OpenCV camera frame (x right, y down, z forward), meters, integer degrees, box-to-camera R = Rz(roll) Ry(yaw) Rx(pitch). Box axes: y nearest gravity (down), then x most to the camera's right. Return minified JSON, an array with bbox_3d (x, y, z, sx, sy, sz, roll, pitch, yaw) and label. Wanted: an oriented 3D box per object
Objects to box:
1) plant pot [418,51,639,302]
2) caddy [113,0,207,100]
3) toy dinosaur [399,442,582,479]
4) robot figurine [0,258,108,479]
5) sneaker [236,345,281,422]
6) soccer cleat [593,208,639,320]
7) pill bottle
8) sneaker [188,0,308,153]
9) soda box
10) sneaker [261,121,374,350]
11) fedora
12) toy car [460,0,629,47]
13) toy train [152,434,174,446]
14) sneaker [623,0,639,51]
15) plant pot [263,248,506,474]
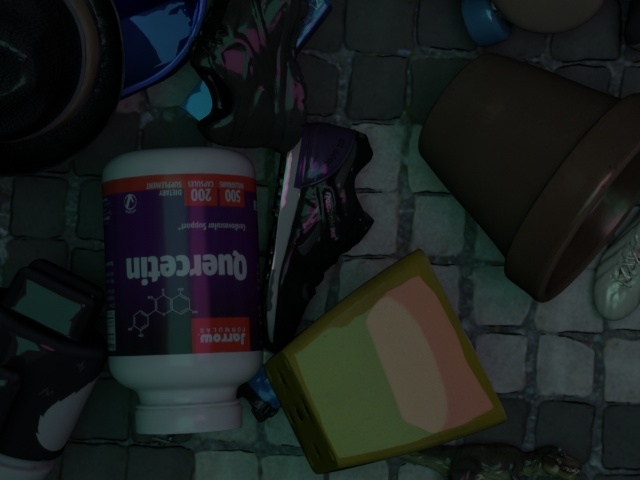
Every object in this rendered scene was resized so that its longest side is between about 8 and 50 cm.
[{"bbox_3d":[0.245,-0.099,1.593,0.229,0.263,0.263,39,94,17],"label":"plant pot"},{"bbox_3d":[-0.294,-0.269,1.623,0.341,0.179,0.241,-25,93,3],"label":"caddy"},{"bbox_3d":[0.180,0.295,1.693,0.268,0.064,0.118,7,76,5],"label":"toy dinosaur"},{"bbox_3d":[-0.352,0.166,1.612,0.174,0.209,0.278,32,99,37],"label":"robot figurine"},{"bbox_3d":[-0.040,0.193,1.696,0.152,0.058,0.084,26,88,5],"label":"sneaker"},{"bbox_3d":[0.388,0.008,1.659,0.068,0.076,0.196,29,94,1],"label":"soccer cleat"},{"bbox_3d":[-0.159,0.059,1.608,0.182,0.181,0.322,-3,86,3],"label":"pill bottle"},{"bbox_3d":[-0.085,-0.239,1.562,0.130,0.109,0.286,-4,96,-23],"label":"sneaker"},{"bbox_3d":[-0.076,-0.222,1.671,0.071,0.067,0.210,38,94,0],"label":"soda box"},{"bbox_3d":[0.000,0.000,1.665,0.124,0.107,0.283,9,94,-4],"label":"sneaker"},{"bbox_3d":[-0.386,-0.197,1.488,0.334,0.152,0.334,5,110,14],"label":"fedora"},{"bbox_3d":[0.250,-0.385,1.612,0.219,0.210,0.238,-15,57,27],"label":"toy car"},{"bbox_3d":[-0.180,0.180,1.713,0.027,0.036,0.158,13,94,2],"label":"toy train"},{"bbox_3d":[0.404,-0.358,1.643,0.106,0.101,0.267,21,95,23],"label":"sneaker"},{"bbox_3d":[0.055,0.159,1.579,0.187,0.212,0.212,-24,84,-16],"label":"plant pot"}]
